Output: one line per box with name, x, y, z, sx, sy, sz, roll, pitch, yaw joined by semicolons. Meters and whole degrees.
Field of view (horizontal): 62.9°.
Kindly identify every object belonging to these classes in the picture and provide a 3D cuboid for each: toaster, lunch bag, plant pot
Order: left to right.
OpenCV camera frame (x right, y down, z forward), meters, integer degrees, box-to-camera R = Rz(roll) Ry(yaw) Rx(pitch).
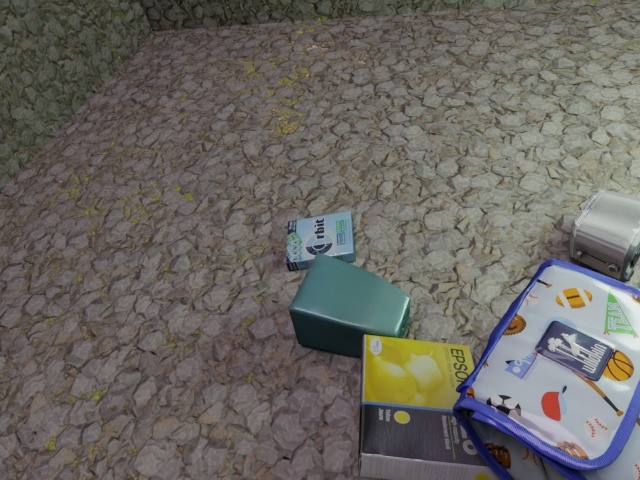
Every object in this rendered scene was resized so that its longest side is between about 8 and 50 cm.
plant pot;0.077;0.163;1.187;0.234;0.166;0.166;14;54;19
lunch bag;0.421;0.257;0.791;0.385;0.239;0.328;43;62;3
toaster;0.673;-0.024;1.196;0.146;0.129;0.227;27;62;37

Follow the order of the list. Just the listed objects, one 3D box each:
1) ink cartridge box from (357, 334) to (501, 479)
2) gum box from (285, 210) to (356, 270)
ink cartridge box;0.225;0.304;0.964;0.307;0.072;0.304;3;28;4
gum box;0.000;0.000;1.436;0.184;0.041;0.157;-9;47;10
